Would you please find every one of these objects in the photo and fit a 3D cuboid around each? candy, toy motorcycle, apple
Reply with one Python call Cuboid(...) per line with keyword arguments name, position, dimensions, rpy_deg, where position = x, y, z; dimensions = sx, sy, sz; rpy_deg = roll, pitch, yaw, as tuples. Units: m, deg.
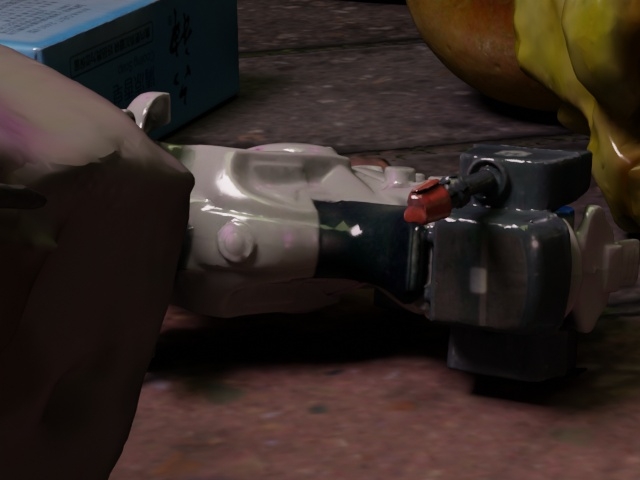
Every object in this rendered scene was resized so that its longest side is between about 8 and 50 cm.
Cuboid(name="candy", position=(-0.143, 0.013, 0.481), dimensions=(0.195, 0.185, 0.137), rpy_deg=(31, 21, 32))
Cuboid(name="toy motorcycle", position=(0.000, 0.000, 0.717), dimensions=(0.221, 0.102, 0.150), rpy_deg=(7, 8, 25))
Cuboid(name="apple", position=(0.134, -0.155, 1.052), dimensions=(0.182, 0.182, 0.155), rpy_deg=(12, 12, 35))

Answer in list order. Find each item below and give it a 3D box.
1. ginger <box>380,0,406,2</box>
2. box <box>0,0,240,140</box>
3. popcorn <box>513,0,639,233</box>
Cuboid(name="ginger", position=(0.136, -0.310, 1.467), dimensions=(0.413, 0.211, 0.358), rpy_deg=(-1, 16, 2))
Cuboid(name="box", position=(-0.153, -0.095, 1.037), dimensions=(0.142, 0.083, 0.232), rpy_deg=(5, 18, 21))
Cuboid(name="popcorn", position=(0.207, -0.103, 0.865), dimensions=(0.256, 0.195, 0.255), rpy_deg=(25, 32, 17))
